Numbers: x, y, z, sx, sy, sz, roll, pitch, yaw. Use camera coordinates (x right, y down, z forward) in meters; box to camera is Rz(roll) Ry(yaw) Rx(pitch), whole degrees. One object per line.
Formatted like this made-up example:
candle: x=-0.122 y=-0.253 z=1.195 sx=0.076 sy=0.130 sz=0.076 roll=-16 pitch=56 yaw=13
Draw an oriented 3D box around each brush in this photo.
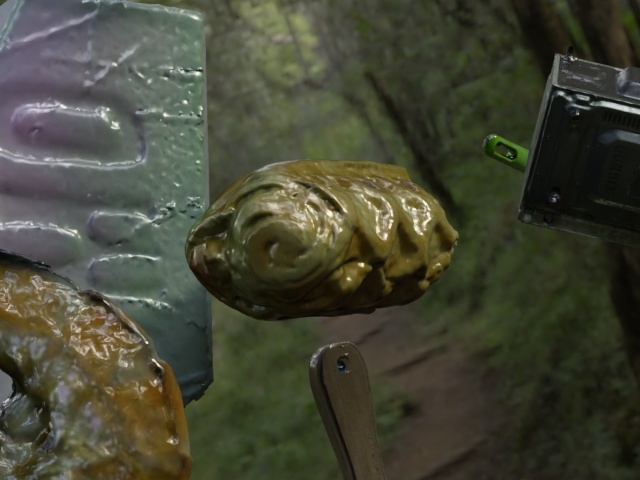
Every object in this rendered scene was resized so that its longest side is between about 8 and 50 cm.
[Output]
brush: x=0.056 y=0.252 z=1.375 sx=0.070 sy=0.327 sz=0.065 roll=-13 pitch=-3 yaw=-24

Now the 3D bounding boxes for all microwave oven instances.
microwave oven: x=0.305 y=-0.077 z=1.447 sx=0.205 sy=0.163 sz=0.129 roll=12 pitch=25 yaw=5

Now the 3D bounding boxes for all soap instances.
soap: x=-0.232 y=0.018 z=1.310 sx=0.261 sy=0.446 sz=0.156 roll=4 pitch=-10 yaw=-29

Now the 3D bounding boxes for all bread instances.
bread: x=0.000 y=0.000 z=1.214 sx=0.152 sy=0.130 sz=0.267 roll=-8 pitch=-3 yaw=28

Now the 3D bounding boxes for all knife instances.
knife: x=0.237 y=-0.071 z=1.643 sx=0.015 sy=0.054 sz=0.212 roll=29 pitch=6 yaw=43

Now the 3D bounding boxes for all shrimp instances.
shrimp: x=-0.313 y=0.163 z=1.054 sx=0.445 sy=0.272 sz=0.085 roll=-18 pitch=-3 yaw=2

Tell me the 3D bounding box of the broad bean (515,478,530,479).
broad bean: x=0.211 y=0.307 z=1.571 sx=0.084 sy=0.114 sz=0.165 roll=21 pitch=-17 yaw=3
